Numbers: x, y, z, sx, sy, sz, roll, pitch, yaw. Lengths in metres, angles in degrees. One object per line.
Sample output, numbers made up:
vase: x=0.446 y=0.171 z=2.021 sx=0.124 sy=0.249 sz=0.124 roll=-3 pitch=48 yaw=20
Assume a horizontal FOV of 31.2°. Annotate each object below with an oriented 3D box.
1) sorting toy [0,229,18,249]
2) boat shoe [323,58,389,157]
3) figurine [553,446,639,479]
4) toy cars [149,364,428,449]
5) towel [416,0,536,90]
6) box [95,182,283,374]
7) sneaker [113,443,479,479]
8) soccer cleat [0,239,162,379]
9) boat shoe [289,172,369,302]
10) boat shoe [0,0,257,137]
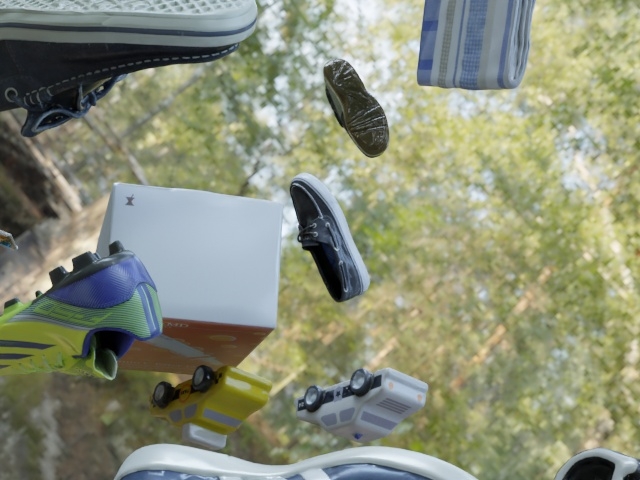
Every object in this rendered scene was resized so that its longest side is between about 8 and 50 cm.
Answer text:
sorting toy: x=-0.400 y=-0.010 z=1.348 sx=0.083 sy=0.012 sz=0.062 roll=20 pitch=-16 yaw=1
boat shoe: x=0.048 y=-0.169 z=1.507 sx=0.049 sy=0.056 sz=0.152 roll=94 pitch=-24 yaw=-65
figurine: x=0.322 y=0.251 z=0.906 sx=0.214 sy=0.092 sz=0.209 roll=-14 pitch=-50 yaw=43
toy cars: x=-0.052 y=0.236 z=1.545 sx=0.393 sy=0.087 sz=0.176 roll=0 pitch=-28 yaw=8
towel: x=0.205 y=-0.303 z=1.517 sx=0.285 sy=0.034 sz=0.209 roll=-159 pitch=-105 yaw=-69
box: x=-0.194 y=0.066 z=1.536 sx=0.345 sy=0.215 sz=0.168 roll=130 pitch=-36 yaw=-67
sneaker: x=-0.024 y=0.264 z=0.964 sx=0.350 sy=0.148 sz=0.131 roll=-3 pitch=-54 yaw=16
soccer cleat: x=-0.265 y=0.102 z=1.175 sx=0.289 sy=0.093 sz=0.121 roll=-30 pitch=-94 yaw=41
boat shoe: x=0.000 y=0.000 z=1.913 sx=0.080 sy=0.076 sz=0.229 roll=-17 pitch=-80 yaw=48
boat shoe: x=-0.294 y=-0.206 z=1.273 sx=0.500 sy=0.187 sz=0.156 roll=-3 pitch=-60 yaw=20
